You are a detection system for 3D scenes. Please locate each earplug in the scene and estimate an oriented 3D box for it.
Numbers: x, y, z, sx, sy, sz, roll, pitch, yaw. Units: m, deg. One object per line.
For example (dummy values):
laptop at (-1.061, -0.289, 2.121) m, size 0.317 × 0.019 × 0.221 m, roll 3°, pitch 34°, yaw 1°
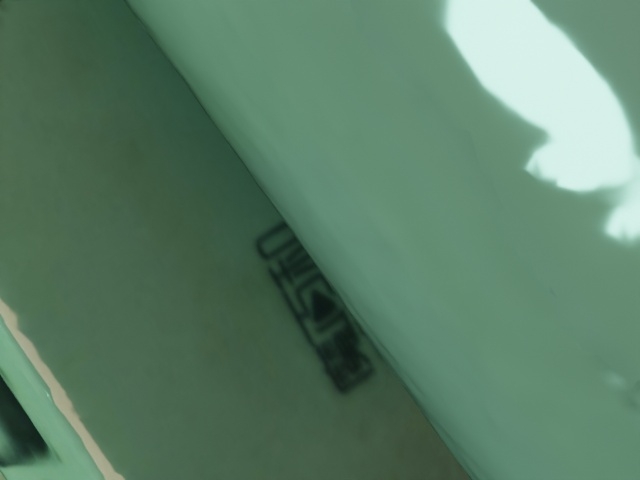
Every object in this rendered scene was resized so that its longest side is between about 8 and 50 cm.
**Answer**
earplug at (0.086, -0.124, 0.587) m, size 0.312 × 0.312 × 0.394 m, roll -41°, pitch 105°, yaw -10°

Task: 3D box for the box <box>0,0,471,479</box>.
box at (0.000, 0.000, 0.772) m, size 0.373 × 0.090 × 0.367 m, roll -45°, pitch 116°, yaw -36°
